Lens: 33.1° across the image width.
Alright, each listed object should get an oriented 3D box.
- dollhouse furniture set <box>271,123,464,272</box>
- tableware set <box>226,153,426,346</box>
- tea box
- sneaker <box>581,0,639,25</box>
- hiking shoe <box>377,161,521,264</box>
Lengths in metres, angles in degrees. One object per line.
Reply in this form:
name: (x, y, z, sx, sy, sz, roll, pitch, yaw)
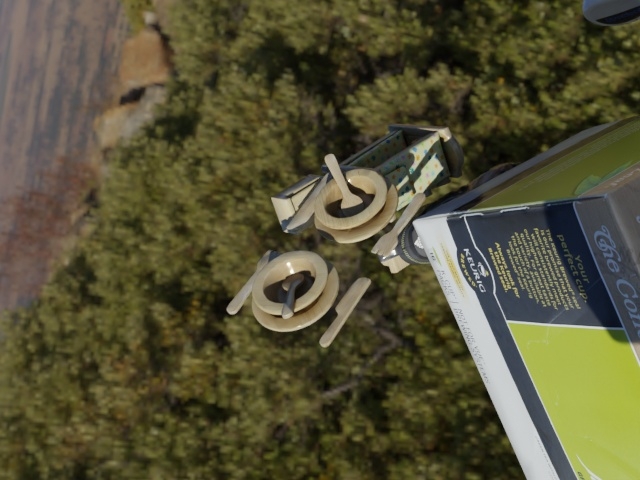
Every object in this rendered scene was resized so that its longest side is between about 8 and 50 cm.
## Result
dollhouse furniture set: (0.070, -0.013, 1.145, 0.101, 0.182, 0.161, 12, 128, 52)
tableware set: (0.000, 0.000, 1.011, 0.128, 0.039, 0.194, 15, 58, 37)
tea box: (0.291, 0.075, 0.909, 0.329, 0.220, 0.323, 65, 162, -8)
sneaker: (0.361, -0.298, 1.066, 0.217, 0.079, 0.121, -7, 70, 38)
hiking shoe: (0.152, -0.026, 1.143, 0.114, 0.227, 0.086, -15, 91, 38)
